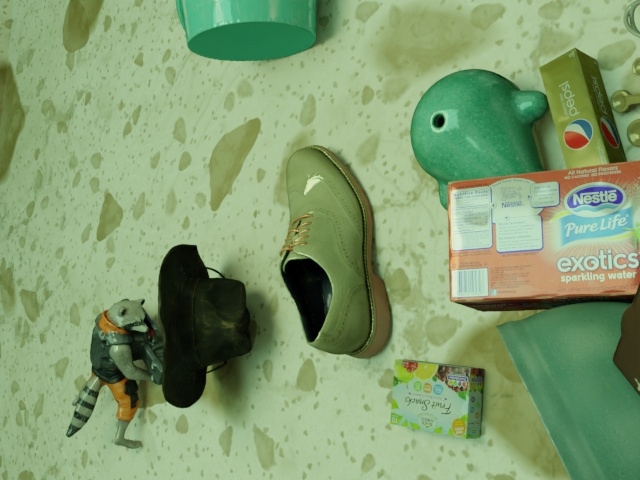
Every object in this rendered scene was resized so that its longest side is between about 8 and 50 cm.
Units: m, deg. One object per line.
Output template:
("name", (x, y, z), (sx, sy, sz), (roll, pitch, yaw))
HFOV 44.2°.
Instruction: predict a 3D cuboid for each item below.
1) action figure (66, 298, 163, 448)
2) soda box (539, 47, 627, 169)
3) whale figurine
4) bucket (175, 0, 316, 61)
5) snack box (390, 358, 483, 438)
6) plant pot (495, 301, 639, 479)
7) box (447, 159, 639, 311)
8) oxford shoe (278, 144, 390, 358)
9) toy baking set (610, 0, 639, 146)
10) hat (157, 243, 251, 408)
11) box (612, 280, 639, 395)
("action figure", (-0.421, 0.283, 1.675), (0.341, 0.178, 0.330), (33, 116, 46))
("soda box", (0.348, -0.158, 1.041), (0.058, 0.061, 0.181), (-27, 63, 40))
("whale figurine", (0.231, -0.122, 1.099), (0.216, 0.141, 0.272), (-49, 55, 27))
("bucket", (-0.133, -0.451, 1.454), (0.281, 0.281, 0.183), (-7, 86, 45))
("snack box", (0.170, 0.232, 1.166), (0.141, 0.037, 0.100), (-2, 82, 46))
("plant pot", (0.344, 0.185, 0.850), (0.196, 0.293, 0.293), (-27, 60, 10))
("box", (0.313, 0.000, 0.931), (0.300, 0.142, 0.154), (-6, 78, 27))
("oxford shoe", (0.000, 0.000, 1.308), (0.140, 0.146, 0.397), (-38, 56, 35))
("toy baking set", (0.431, -0.202, 0.931), (0.197, 0.030, 0.256), (33, 126, 48))
("hat", (-0.192, 0.154, 1.446), (0.134, 0.331, 0.331), (-1, 79, 7))
("box", (0.454, 0.026, 0.661), (0.381, 0.191, 0.143), (-26, 58, -4))
